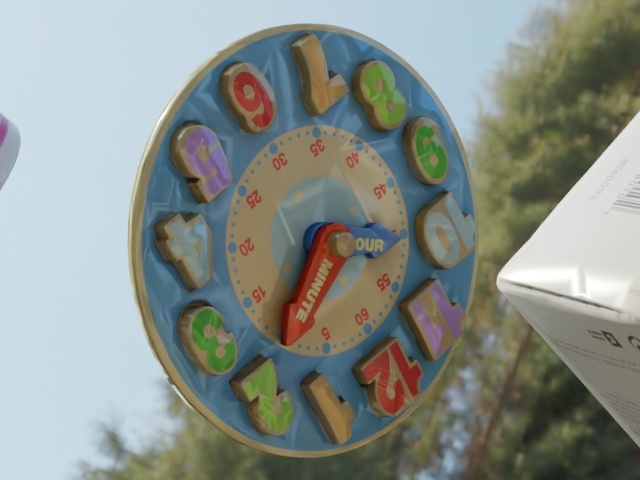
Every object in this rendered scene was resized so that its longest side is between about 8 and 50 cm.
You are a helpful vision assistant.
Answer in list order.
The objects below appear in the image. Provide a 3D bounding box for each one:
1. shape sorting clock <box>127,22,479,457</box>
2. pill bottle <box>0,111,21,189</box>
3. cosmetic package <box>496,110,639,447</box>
[{"bbox_3d":[0.000,0.000,0.812,0.040,0.206,0.206,5,-34,50],"label":"shape sorting clock"},{"bbox_3d":[-0.372,-0.104,1.234,0.283,0.160,0.160,40,-39,-21],"label":"pill bottle"},{"bbox_3d":[0.299,0.087,0.968,0.365,0.197,0.155,49,-14,-22],"label":"cosmetic package"}]
